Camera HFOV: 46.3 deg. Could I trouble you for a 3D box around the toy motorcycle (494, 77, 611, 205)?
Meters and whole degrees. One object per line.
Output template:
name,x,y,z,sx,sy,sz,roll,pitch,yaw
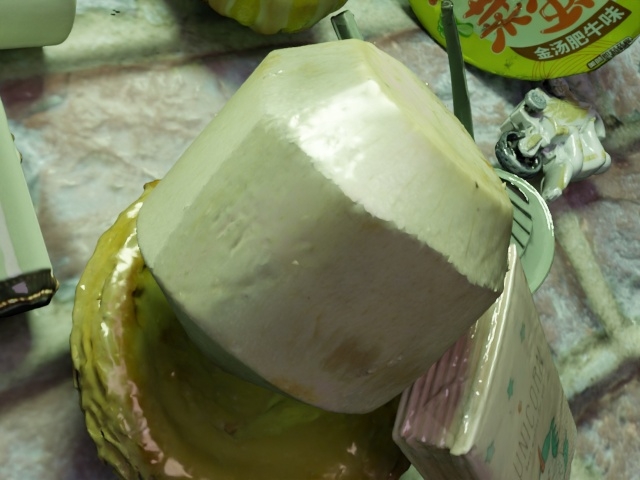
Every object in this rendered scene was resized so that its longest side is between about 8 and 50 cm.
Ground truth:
toy motorcycle,0.297,-0.125,0.934,0.151,0.074,0.228,40,47,-5

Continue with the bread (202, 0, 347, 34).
bread,-0.069,-0.296,0.760,0.214,0.105,0.213,13,57,-21

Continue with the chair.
chair,0.097,-0.071,0.731,0.203,0.191,0.274,-56,131,-33

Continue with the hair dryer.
hair dryer,-0.267,-0.096,0.566,0.203,0.128,0.361,-16,85,-35

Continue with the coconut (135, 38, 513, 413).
coconut,-0.001,-0.002,0.490,0.241,0.241,0.241,12,65,-27

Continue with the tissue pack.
tissue pack,0.152,0.159,0.629,0.325,0.071,0.170,57,47,-46

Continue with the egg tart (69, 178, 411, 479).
egg tart,-0.055,0.088,0.612,0.315,0.120,0.314,13,63,-26

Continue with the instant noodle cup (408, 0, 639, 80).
instant noodle cup,0.269,-0.378,0.902,0.311,0.311,0.221,38,48,-12
